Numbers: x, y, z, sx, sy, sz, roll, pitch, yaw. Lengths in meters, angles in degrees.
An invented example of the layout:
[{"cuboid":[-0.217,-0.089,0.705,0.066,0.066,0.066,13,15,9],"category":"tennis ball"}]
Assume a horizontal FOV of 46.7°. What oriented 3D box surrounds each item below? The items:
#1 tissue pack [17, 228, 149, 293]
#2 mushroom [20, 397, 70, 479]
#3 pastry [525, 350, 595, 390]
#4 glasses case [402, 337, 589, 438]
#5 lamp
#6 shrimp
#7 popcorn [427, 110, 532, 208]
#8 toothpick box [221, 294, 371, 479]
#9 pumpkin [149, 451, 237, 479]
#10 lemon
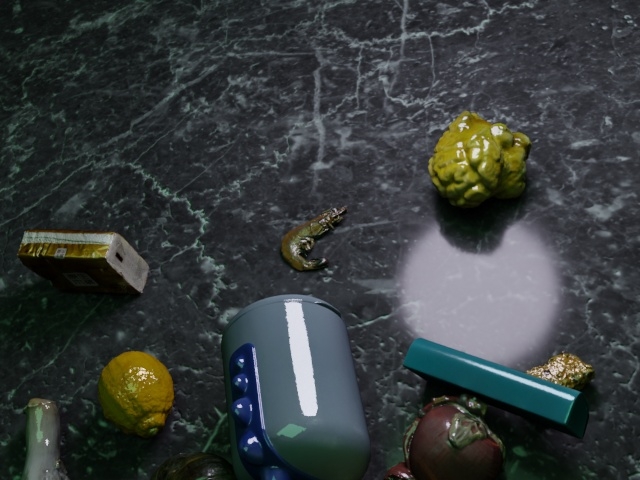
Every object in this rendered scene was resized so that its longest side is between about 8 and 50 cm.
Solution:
[{"cuboid":[-0.516,0.046,1.623,0.226,0.183,0.091,0,60,15],"category":"tissue pack"},{"cuboid":[-0.533,0.427,1.412,0.099,0.096,0.278,-18,49,0],"category":"mushroom"},{"cuboid":[0.411,0.251,1.311,0.140,0.056,0.080,-35,42,-8],"category":"pastry"},{"cuboid":[0.298,0.246,1.266,0.301,0.117,0.070,14,74,36],"category":"glasses case"},{"cuboid":[0.227,0.376,1.228,0.215,0.151,0.223,42,117,40],"category":"lamp"},{"cuboid":[0.000,-0.001,1.616,0.178,0.034,0.124,-29,56,-4],"category":"shrimp"},{"cuboid":[0.340,-0.159,1.570,0.203,0.226,0.200,30,102,-9],"category":"popcorn"},{"cuboid":[-0.052,0.287,1.253,0.263,0.263,0.354,-16,44,3],"category":"toothpick box"},{"cuboid":[-0.213,0.466,1.239,0.224,0.157,0.223,-22,56,38],"category":"pumpkin"},{"cuboid":[-0.354,0.296,1.429,0.142,0.142,0.187,-31,58,-8],"category":"lemon"}]
